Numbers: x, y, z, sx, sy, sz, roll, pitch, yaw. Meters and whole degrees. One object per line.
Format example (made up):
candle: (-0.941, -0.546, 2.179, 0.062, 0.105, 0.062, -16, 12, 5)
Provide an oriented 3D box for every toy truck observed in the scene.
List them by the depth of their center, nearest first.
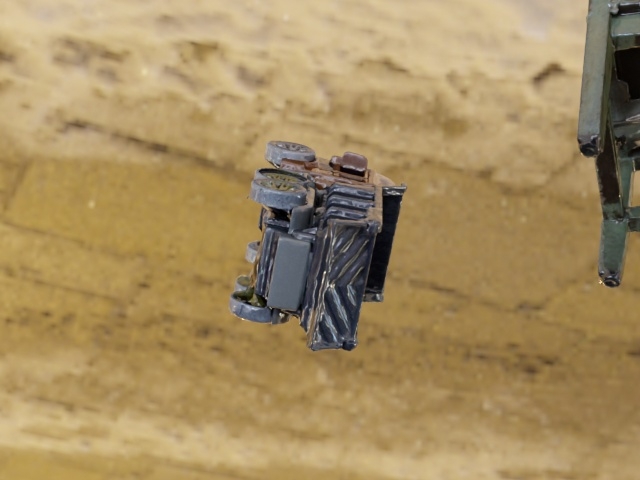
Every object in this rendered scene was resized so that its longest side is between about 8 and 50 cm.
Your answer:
toy truck: (0.000, 0.000, 0.938, 0.092, 0.083, 0.192, 11, -166, 0)

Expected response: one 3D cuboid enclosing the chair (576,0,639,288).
chair: (0.250, -0.113, 1.047, 0.136, 0.270, 0.147, -4, 137, 17)
